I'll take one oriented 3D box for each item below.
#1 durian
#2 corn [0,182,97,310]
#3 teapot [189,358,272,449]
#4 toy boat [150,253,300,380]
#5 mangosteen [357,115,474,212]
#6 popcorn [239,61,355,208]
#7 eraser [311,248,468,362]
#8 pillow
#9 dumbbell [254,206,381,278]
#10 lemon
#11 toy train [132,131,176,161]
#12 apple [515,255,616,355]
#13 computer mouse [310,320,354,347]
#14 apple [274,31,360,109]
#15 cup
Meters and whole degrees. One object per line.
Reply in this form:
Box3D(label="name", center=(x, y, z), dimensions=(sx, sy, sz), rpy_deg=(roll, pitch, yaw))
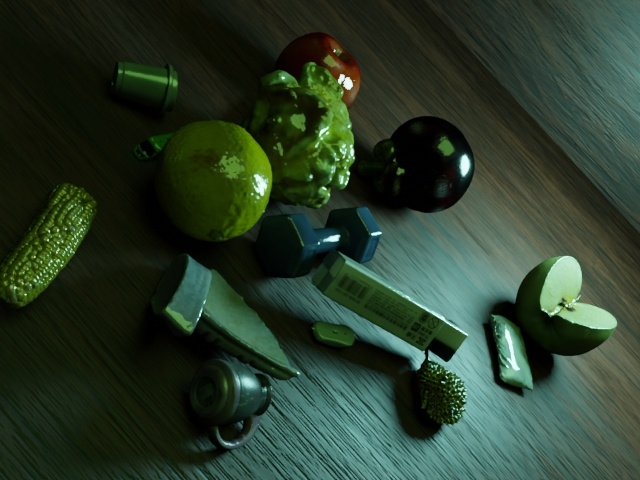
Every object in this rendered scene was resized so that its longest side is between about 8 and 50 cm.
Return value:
Box3D(label="durian", center=(0.295, 0.343, 1.658), dimensions=(0.146, 0.102, 0.208), rpy_deg=(30, 30, -36))
Box3D(label="corn", center=(-0.478, 0.005, 1.195), dimensions=(0.101, 0.101, 0.291), rpy_deg=(35, 37, -16))
Box3D(label="teapot", center=(-0.150, 0.290, 1.246), dimensions=(0.146, 0.116, 0.148), rpy_deg=(18, 39, -50))
Box3D(label="toy boat", center=(-0.201, 0.140, 1.331), dimensions=(0.293, 0.111, 0.276), rpy_deg=(37, 12, -34))
Box3D(label="mangosteen", center=(0.305, -0.220, 2.051), dimensions=(0.314, 0.297, 0.296), rpy_deg=(-23, 73, -46))
Box3D(label="popcorn", center=(-0.059, -0.245, 1.702), dimensions=(0.275, 0.279, 0.335), rpy_deg=(6, 57, -40))
Box3D(label="eraser", center=(0.167, 0.156, 1.611), dimensions=(0.404, 0.098, 0.096), rpy_deg=(31, 7, -28))
Box3D(label="pillow", center=(0.547, 0.318, 1.977), dimensions=(0.128, 0.051, 0.229), rpy_deg=(25, 42, -23))
Box3D(label="dumbbell", center=(0.000, 0.000, 1.647), dimensions=(0.325, 0.144, 0.159), rpy_deg=(-8, 66, -50))
Box3D(label="lemon", center=(-0.226, -0.127, 1.454), dimensions=(0.267, 0.267, 0.267), rpy_deg=(27, 40, -25))
Box3D(label="toy train", center=(-0.344, -0.226, 1.599), dimensions=(0.044, 0.042, 0.209), rpy_deg=(52, 36, 8))
Box3D(label="apple", center=(0.719, 0.216, 2.095), dimensions=(0.258, 0.233, 0.295), rpy_deg=(-19, 69, -43))
Box3D(label="computer mouse", center=(0.024, 0.214, 1.561), dimensions=(0.110, 0.032, 0.055), rpy_deg=(15, 46, -23))
Box3D(label="apple", center=(-0.009, -0.486, 2.046), dimensions=(0.260, 0.216, 0.260), rpy_deg=(30, 36, -24))
Box3D(label="cup", center=(-0.413, -0.362, 1.614), dimensions=(0.141, 0.120, 0.120), rpy_deg=(6, 50, -24))
